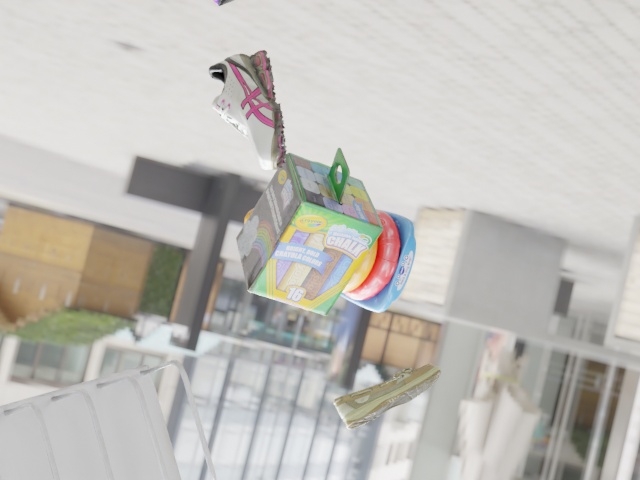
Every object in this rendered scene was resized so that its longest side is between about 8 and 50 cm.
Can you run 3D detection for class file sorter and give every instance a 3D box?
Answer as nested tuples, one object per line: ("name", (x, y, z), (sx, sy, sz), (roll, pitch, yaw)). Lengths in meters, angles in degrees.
("file sorter", (-0.293, 0.274, 1.490), (0.278, 0.193, 0.173), (-14, 174, -30))

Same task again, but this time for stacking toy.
("stacking toy", (0.000, 0.000, 2.027), (0.302, 0.175, 0.166), (19, -179, -34))

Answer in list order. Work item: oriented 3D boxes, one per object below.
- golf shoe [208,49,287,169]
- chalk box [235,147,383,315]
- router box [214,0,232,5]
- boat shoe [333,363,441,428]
("golf shoe", (-0.090, -0.156, 1.487), (0.086, 0.186, 0.067), (-11, 143, -6))
("chalk box", (-0.007, -0.027, 1.663), (0.132, 0.213, 0.132), (20, -150, -25))
("router box", (-0.078, -0.423, 1.725), (0.046, 0.179, 0.133), (48, 140, 12))
("boat shoe", (0.094, 0.205, 1.643), (0.048, 0.153, 0.056), (59, 176, 24))
